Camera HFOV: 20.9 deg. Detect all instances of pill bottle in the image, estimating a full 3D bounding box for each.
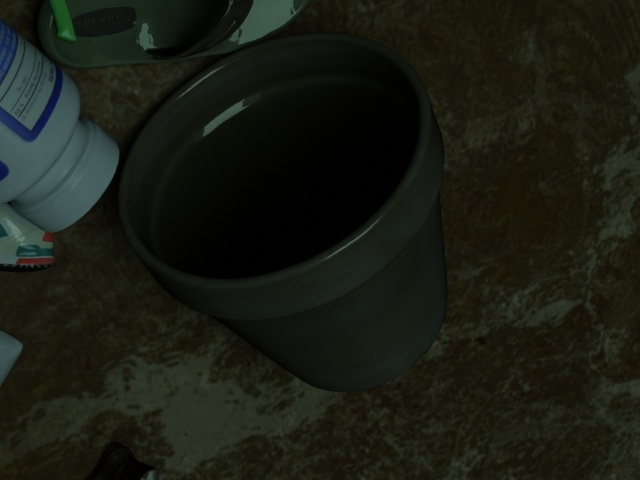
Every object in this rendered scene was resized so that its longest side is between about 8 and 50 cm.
[{"bbox_3d":[-0.319,-0.127,1.594,0.272,0.152,0.152,41,81,-32],"label":"pill bottle"}]

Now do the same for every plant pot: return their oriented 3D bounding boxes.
[{"bbox_3d":[0.000,0.000,1.747,0.323,0.323,0.280,-43,136,-14],"label":"plant pot"}]

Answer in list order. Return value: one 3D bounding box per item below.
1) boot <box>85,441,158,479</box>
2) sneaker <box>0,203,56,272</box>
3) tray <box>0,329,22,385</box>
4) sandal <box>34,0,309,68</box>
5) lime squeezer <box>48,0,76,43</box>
[{"bbox_3d":[-0.208,0.269,1.784,0.037,0.114,0.106,22,91,-32],"label":"boot"},{"bbox_3d":[-0.333,-0.011,1.682,0.161,0.057,0.075,5,80,-28],"label":"sneaker"},{"bbox_3d":[-0.411,0.188,1.695,0.145,0.030,0.270,34,85,-33],"label":"tray"},{"bbox_3d":[-0.130,-0.227,1.716,0.303,0.086,0.120,-20,112,-25],"label":"sandal"},{"bbox_3d":[-0.244,-0.347,1.610,0.110,0.059,0.310,14,76,-8],"label":"lime squeezer"}]
